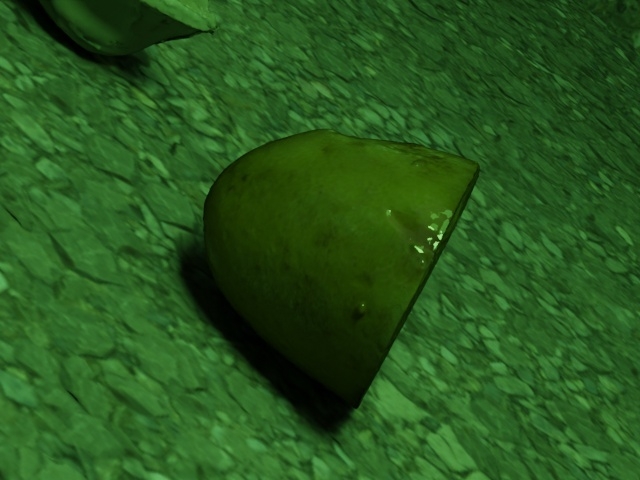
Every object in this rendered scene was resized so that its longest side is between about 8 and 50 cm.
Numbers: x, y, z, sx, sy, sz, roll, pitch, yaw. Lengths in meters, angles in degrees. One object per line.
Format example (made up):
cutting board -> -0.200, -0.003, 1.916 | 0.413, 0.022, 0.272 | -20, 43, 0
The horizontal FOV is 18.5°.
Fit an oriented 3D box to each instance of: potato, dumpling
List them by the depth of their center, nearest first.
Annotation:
potato -> 0.000, 0.000, 1.274 | 0.158, 0.178, 0.203 | 24, 40, 2
dumpling -> -0.167, -0.204, 1.462 | 0.199, 0.118, 0.136 | 27, 11, 32
